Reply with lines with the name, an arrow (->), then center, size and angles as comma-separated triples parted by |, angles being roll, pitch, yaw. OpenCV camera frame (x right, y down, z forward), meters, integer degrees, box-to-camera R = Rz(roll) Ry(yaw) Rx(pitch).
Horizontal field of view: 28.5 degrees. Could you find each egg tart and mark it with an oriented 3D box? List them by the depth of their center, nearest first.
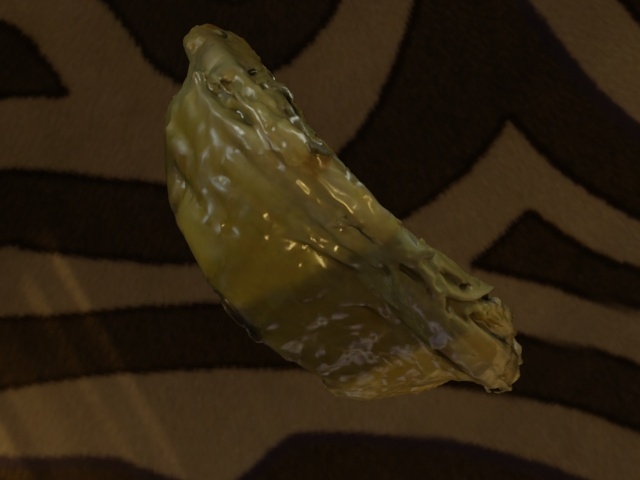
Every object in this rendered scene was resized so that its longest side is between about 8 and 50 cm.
egg tart -> 0.000, 0.000, 0.631 | 0.098, 0.252, 0.232 | -42, 69, 4
